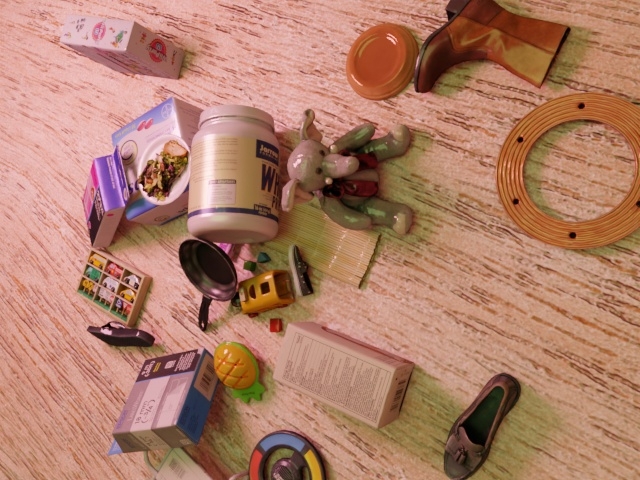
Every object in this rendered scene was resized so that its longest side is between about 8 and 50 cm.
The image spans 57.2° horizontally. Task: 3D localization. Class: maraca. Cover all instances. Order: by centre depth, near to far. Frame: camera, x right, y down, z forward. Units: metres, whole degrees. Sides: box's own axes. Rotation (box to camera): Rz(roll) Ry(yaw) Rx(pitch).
[{"bbox_3d":[-0.217,0.353,1.571,0.127,0.099,0.185,-18,102,28],"label":"maraca"}]

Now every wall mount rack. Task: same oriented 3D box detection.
[{"bbox_3d":[-0.351,0.686,1.593,0.350,0.130,0.304,35,98,27],"label":"wall mount rack"}]

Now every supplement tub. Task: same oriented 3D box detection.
[{"bbox_3d":[-0.224,-0.167,1.544,0.236,0.235,0.324,-5,78,28],"label":"supplement tub"}]

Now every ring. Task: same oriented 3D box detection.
[{"bbox_3d":[0.544,-0.147,1.243,0.337,0.032,0.336,-3,84,28],"label":"ring"}]

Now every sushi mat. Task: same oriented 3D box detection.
[{"bbox_3d":[0.000,0.000,1.532,0.317,0.019,0.151,23,95,29],"label":"sushi mat"}]

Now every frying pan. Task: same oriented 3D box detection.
[{"bbox_3d":[-0.282,0.129,1.581,0.197,0.053,0.326,11,127,32],"label":"frying pan"}]

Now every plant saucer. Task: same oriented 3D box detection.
[{"bbox_3d":[0.150,-0.458,1.491,0.200,0.037,0.199,-4,82,28],"label":"plant saucer"}]

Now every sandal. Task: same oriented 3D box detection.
[{"bbox_3d":[-0.606,0.286,1.802,0.255,0.097,0.054,1,55,26],"label":"sandal"}]

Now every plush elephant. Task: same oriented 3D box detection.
[{"bbox_3d":[0.037,-0.165,1.394,0.330,0.255,0.271,4,86,29],"label":"plush elephant"}]

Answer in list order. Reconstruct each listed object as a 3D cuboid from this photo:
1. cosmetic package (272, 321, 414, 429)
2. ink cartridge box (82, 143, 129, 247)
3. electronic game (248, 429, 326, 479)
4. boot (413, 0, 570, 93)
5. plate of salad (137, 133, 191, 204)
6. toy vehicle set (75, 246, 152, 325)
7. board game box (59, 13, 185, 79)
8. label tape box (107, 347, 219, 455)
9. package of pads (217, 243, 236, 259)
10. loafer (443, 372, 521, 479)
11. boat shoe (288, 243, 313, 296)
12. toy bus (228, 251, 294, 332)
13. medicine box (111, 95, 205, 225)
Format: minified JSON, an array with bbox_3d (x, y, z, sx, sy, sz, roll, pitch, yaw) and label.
[{"bbox_3d":[0.053,0.312,1.405,0.296,0.129,0.153,19,95,28],"label":"cosmetic package"},{"bbox_3d":[-0.656,-0.125,1.781,0.371,0.069,0.175,-39,64,52],"label":"ink cartridge box"},{"bbox_3d":[-0.087,0.602,1.495,0.229,0.048,0.229,-3,83,28],"label":"electronic game"},{"bbox_3d":[0.383,-0.413,1.349,0.280,0.096,0.264,33,93,20],"label":"boot"},{"bbox_3d":[-0.434,-0.196,1.605,0.200,0.048,0.199,-3,83,28],"label":"plate of salad"},{"bbox_3d":[-0.663,0.144,1.869,0.267,0.035,0.165,22,95,29],"label":"toy vehicle set"},{"bbox_3d":[-0.611,-0.597,1.819,0.304,0.224,0.097,17,90,29],"label":"board game box"},{"bbox_3d":[-0.456,0.446,1.615,0.334,0.106,0.240,-16,38,26],"label":"label tape box"},{"bbox_3d":[-0.264,0.009,1.668,0.050,0.032,0.083,22,95,32],"label":"package of pads"},{"bbox_3d":[0.334,0.404,1.265,0.096,0.084,0.267,31,99,28],"label":"loafer"},{"bbox_3d":[-0.050,0.076,1.526,0.040,0.049,0.142,-8,100,18],"label":"boat shoe"},{"bbox_3d":[-0.174,0.144,1.562,0.191,0.104,0.202,30,98,28],"label":"toy bus"},{"bbox_3d":[-0.451,-0.225,1.731,0.264,0.149,0.289,-23,74,25],"label":"medicine box"}]
